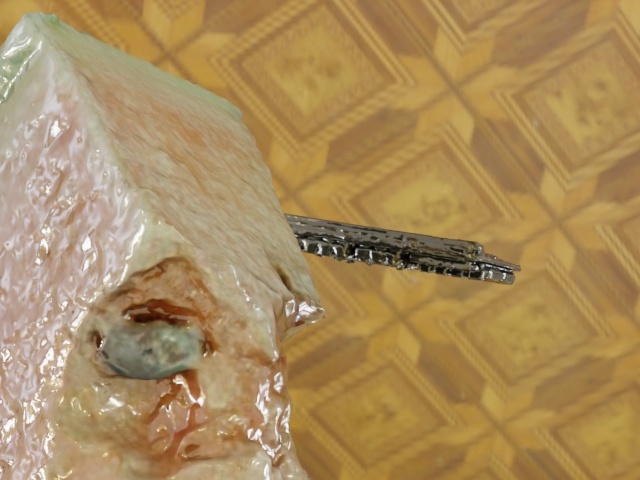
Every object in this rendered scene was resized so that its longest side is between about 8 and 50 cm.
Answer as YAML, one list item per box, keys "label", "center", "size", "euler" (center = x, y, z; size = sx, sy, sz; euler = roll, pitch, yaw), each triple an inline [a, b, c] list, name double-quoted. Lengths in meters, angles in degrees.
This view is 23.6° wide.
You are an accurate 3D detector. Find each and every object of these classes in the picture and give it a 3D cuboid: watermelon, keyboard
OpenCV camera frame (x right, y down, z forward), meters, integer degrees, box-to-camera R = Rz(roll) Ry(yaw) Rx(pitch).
- label: "watermelon"
  center: [-0.111, 0.051, 0.679]
  size: [0.151, 0.302, 0.264]
  euler: [21, 102, -25]
- label: "keyboard"
  center: [0.000, 0.001, 0.895]
  size: [0.231, 0.072, 0.023]
  euler: [9, 85, 29]
